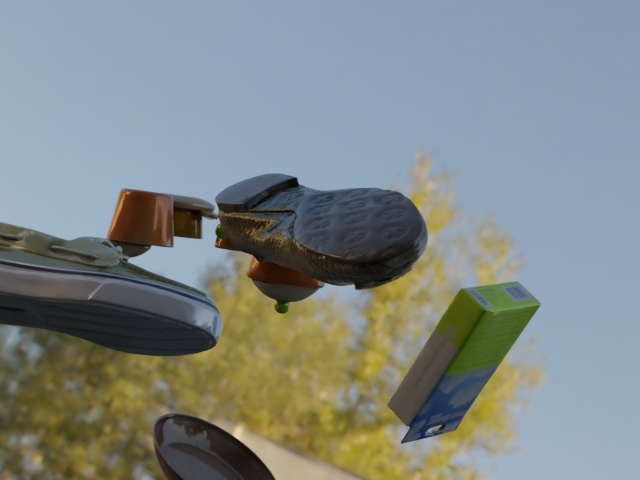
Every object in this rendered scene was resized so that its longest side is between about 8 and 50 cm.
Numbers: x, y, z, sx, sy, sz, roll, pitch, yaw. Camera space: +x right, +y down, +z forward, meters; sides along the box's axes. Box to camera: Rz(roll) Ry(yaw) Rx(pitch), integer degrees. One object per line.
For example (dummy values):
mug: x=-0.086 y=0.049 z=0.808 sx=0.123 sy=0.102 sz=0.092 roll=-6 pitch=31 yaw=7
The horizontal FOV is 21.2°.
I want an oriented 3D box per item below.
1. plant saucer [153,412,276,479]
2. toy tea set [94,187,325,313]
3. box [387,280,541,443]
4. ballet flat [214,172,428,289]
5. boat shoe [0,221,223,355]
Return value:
plant saucer: x=-0.142 y=0.303 z=2.227 sx=0.198 sy=0.036 sz=0.198 roll=32 pitch=17 yaw=-11
toy tea set: x=-0.105 y=0.019 z=1.962 sx=0.336 sy=0.124 sz=0.200 roll=7 pitch=1 yaw=-22
box: x=0.143 y=0.125 z=1.756 sx=0.042 sy=0.178 sz=0.109 roll=45 pitch=28 yaw=28
ballet flat: x=0.000 y=0.000 z=1.166 sx=0.250 sy=0.084 sz=0.058 roll=16 pitch=-53 yaw=60
boat shoe: x=-0.235 y=0.038 z=1.672 sx=0.302 sy=0.094 sz=0.109 roll=11 pitch=-28 yaw=13
